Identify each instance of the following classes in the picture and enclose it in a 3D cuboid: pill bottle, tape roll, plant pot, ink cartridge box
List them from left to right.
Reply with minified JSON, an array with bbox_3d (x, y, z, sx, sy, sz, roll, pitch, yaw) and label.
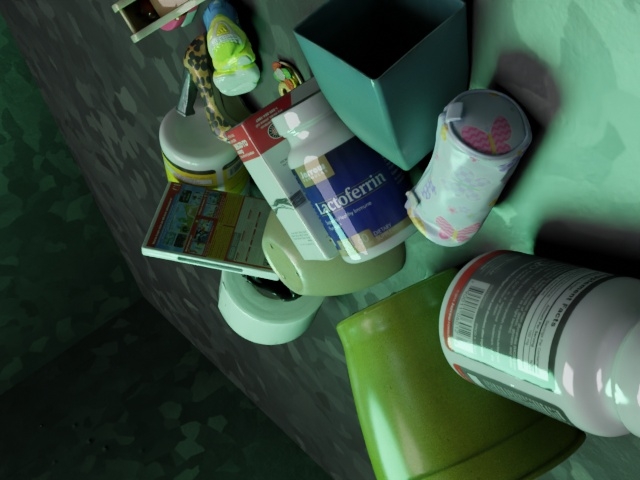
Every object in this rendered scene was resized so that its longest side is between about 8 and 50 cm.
[{"bbox_3d":[-0.257,-0.155,2.080,0.188,0.188,0.334,45,157,23],"label":"pill bottle"},{"bbox_3d":[-0.109,0.101,2.084,0.246,0.246,0.169,50,158,11],"label":"tape roll"},{"bbox_3d":[-0.002,-0.127,1.564,0.272,0.197,0.114,58,161,-9],"label":"ink cartridge box"},{"bbox_3d":[0.000,0.000,1.769,0.284,0.191,0.284,44,157,24],"label":"plant pot"},{"bbox_3d":[0.041,-0.109,1.437,0.264,0.153,0.153,59,159,-9],"label":"pill bottle"},{"bbox_3d":[0.102,-0.224,1.258,0.165,0.166,0.234,39,164,34],"label":"plant pot"},{"bbox_3d":[0.205,0.249,1.563,0.352,0.367,0.366,64,160,7],"label":"plant pot"},{"bbox_3d":[0.345,0.139,1.218,0.363,0.210,0.210,17,138,58],"label":"pill bottle"}]

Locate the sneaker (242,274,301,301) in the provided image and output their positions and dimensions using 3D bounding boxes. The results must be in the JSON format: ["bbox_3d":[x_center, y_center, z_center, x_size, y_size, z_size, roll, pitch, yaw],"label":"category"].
[{"bbox_3d":[-0.144,0.032,1.930,0.286,0.130,0.109,30,111,6],"label":"sneaker"}]

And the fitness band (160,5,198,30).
[{"bbox_3d":[-0.326,-0.539,1.820,0.209,0.054,0.291,54,158,0],"label":"fitness band"}]

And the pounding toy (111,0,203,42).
[{"bbox_3d":[-0.306,-0.468,1.652,0.270,0.154,0.154,-16,112,42],"label":"pounding toy"}]

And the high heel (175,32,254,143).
[{"bbox_3d":[-0.177,-0.302,1.863,0.261,0.093,0.186,27,122,15],"label":"high heel"}]

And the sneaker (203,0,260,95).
[{"bbox_3d":[-0.171,-0.375,1.734,0.240,0.091,0.126,94,165,-72],"label":"sneaker"}]

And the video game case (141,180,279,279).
[{"bbox_3d":[-0.206,-0.024,1.896,0.285,0.204,0.025,11,138,2],"label":"video game case"}]

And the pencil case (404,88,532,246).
[{"bbox_3d":[0.203,-0.098,1.285,0.124,0.113,0.273,29,154,6],"label":"pencil case"}]

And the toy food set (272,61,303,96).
[{"bbox_3d":[-0.059,-0.294,1.676,0.083,0.020,0.082,19,140,57],"label":"toy food set"}]
